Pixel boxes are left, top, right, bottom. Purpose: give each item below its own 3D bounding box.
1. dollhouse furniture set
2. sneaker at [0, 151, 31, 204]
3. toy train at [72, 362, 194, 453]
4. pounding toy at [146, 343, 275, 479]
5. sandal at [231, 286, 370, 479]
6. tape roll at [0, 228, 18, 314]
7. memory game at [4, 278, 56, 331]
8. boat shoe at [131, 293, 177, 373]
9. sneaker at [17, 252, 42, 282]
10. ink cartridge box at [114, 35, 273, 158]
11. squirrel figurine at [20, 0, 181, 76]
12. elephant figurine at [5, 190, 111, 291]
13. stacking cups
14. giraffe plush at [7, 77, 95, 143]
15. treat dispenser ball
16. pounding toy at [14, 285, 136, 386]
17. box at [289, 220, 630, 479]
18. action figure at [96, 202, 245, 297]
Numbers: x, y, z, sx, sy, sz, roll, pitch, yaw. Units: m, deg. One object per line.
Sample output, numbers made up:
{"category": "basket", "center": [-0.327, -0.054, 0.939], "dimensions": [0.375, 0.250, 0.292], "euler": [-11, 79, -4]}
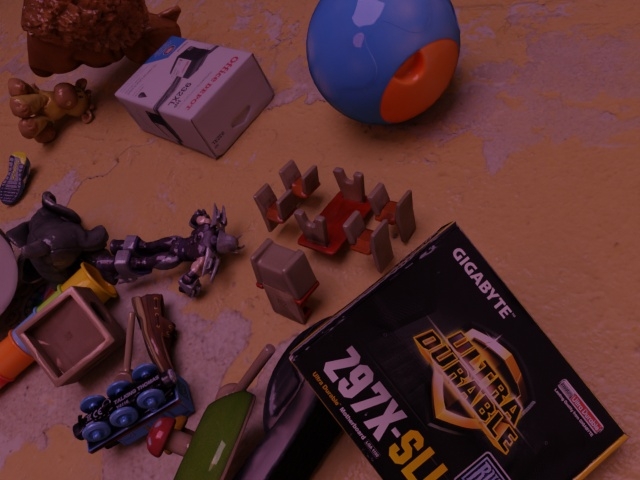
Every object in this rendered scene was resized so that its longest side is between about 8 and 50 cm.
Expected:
{"category": "dollhouse furniture set", "center": [0.000, 0.000, 1.001], "dimensions": [0.262, 0.135, 0.259], "euler": [19, 54, 34]}
{"category": "sneaker", "center": [-0.792, -0.157, 1.507], "dimensions": [0.053, 0.059, 0.144], "euler": [12, 74, -4]}
{"category": "toy train", "center": [-0.299, 0.273, 0.923], "dimensions": [0.184, 0.105, 0.080], "euler": [-31, 44, 0]}
{"category": "pounding toy", "center": [-0.166, 0.256, 0.793], "dimensions": [0.110, 0.183, 0.237], "euler": [24, 41, -3]}
{"category": "sandal", "center": [-0.024, 0.214, 0.798], "dimensions": [0.107, 0.167, 0.446], "euler": [28, 71, 33]}
{"category": "tape roll", "center": [-0.750, 0.060, 1.165], "dimensions": [0.246, 0.246, 0.169], "euler": [-50, 26, -15]}
{"category": "memory game", "center": [-0.593, 0.127, 1.227], "dimensions": [0.186, 0.012, 0.186], "euler": [-13, 51, 16]}
{"category": "boat shoe", "center": [-0.286, 0.164, 1.026], "dimensions": [0.060, 0.064, 0.178], "euler": [-18, 53, -19]}
{"category": "sneaker", "center": [-0.636, 0.054, 1.268], "dimensions": [0.075, 0.057, 0.161], "euler": [-42, 33, 16]}
{"category": "ink cartridge box", "center": [-0.301, -0.348, 1.369], "dimensions": [0.307, 0.129, 0.223], "euler": [24, 68, 36]}
{"category": "squirrel figurine", "center": [-0.544, -0.544, 1.484], "dimensions": [0.397, 0.370, 0.281], "euler": [-158, 78, -71]}
{"category": "elephant figurine", "center": [-0.560, -0.017, 1.204], "dimensions": [0.169, 0.186, 0.239], "euler": [-28, 56, -31]}
{"category": "stacking cups", "center": [-0.543, 0.185, 1.119], "dimensions": [0.316, 0.096, 0.096], "euler": [-45, 50, -6]}
{"category": "giraffe plush", "center": [-0.719, -0.372, 1.582], "dimensions": [0.170, 0.181, 0.210], "euler": [-13, 16, 3]}
{"category": "treat dispenser ball", "center": [0.116, -0.363, 1.085], "dimensions": [0.288, 0.288, 0.288], "euler": [-12, 52, 16]}
{"category": "pounding toy", "center": [-0.397, 0.184, 1.041], "dimensions": [0.181, 0.094, 0.206], "euler": [-40, 84, -5]}
{"category": "box", "center": [0.156, 0.181, 0.689], "dimensions": [0.257, 0.079, 0.322], "euler": [-37, 87, -5]}
{"category": "action figure", "center": [-0.276, 0.021, 1.112], "dimensions": [0.285, 0.099, 0.185], "euler": [-7, 46, 15]}
